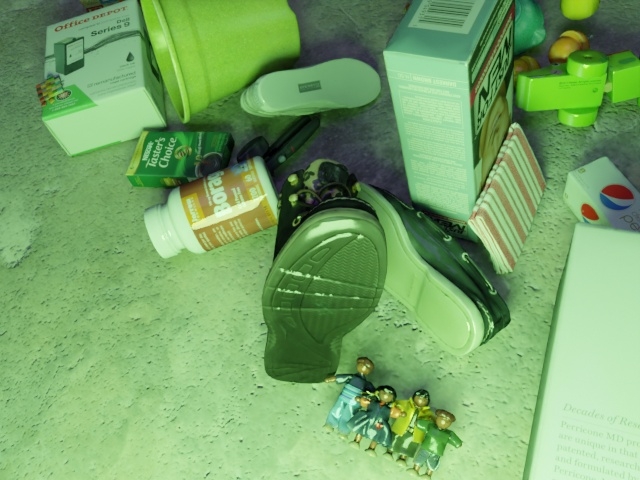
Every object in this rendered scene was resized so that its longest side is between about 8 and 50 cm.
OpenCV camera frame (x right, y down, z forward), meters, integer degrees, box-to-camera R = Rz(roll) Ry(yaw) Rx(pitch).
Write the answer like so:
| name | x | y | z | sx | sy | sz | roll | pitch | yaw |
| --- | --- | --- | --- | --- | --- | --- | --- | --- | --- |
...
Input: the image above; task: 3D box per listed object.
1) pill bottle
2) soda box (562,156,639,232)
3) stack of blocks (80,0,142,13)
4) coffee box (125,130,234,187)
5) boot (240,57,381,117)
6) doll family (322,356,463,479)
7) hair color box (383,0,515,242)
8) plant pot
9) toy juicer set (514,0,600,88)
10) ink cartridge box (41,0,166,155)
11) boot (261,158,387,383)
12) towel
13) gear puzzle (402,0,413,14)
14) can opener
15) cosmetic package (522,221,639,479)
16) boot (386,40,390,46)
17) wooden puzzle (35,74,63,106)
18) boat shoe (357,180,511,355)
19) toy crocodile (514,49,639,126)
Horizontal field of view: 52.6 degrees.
| name | x | y | z | sx | sy | sz | roll | pitch | yaw |
| --- | --- | --- | --- | --- | --- | --- | --- | --- | --- |
| pill bottle | -0.177 | -0.050 | 1.088 | 0.216 | 0.121 | 0.121 | -22 | 56 | 1 |
| soda box | 0.454 | -0.020 | 0.964 | 0.069 | 0.074 | 0.216 | -24 | 56 | -4 |
| stack of blocks | -0.415 | -0.622 | 1.476 | 0.297 | 0.171 | 0.087 | -11 | 56 | 5 |
| coffee box | -0.264 | -0.153 | 1.222 | 0.184 | 0.040 | 0.113 | 4 | 59 | 14 |
| boot | -0.023 | -0.285 | 1.225 | 0.258 | 0.095 | 0.123 | -9 | 8 | -25 |
| doll family | 0.093 | 0.232 | 0.866 | 0.193 | 0.076 | 0.111 | 24 | 85 | 2 |
| hair color box | 0.201 | -0.183 | 0.939 | 0.114 | 0.374 | 0.185 | 17 | 63 | 24 |
| plant pot | -0.185 | -0.394 | 1.249 | 0.254 | 0.276 | 0.276 | -19 | 55 | -14 |
| toy juicer set | 0.347 | -0.375 | 1.221 | 0.329 | 0.089 | 0.209 | 1 | 78 | 23 |
| ink cartridge box | -0.444 | -0.339 | 1.330 | 0.211 | 0.121 | 0.289 | -17 | 56 | 2 |
| boot | 0.000 | 0.000 | 0.889 | 0.138 | 0.377 | 0.284 | 6 | 52 | -4 |
| towel | 0.287 | -0.064 | 0.991 | 0.029 | 0.144 | 0.197 | 6 | 57 | 41 |
| gear puzzle | 0.212 | -0.391 | 1.208 | 0.175 | 0.044 | 0.339 | 19 | 83 | 30 |
| can opener | -0.068 | -0.171 | 1.184 | 0.186 | 0.073 | 0.059 | -39 | 50 | -24 |
| cosmetic package | 0.325 | 0.233 | 0.738 | 0.162 | 0.230 | 0.453 | 11 | 60 | 19 |
| boot | 0.173 | -0.395 | 1.284 | 0.087 | 0.042 | 0.118 | -11 | 56 | 8 |
| wooden puzzle | -0.519 | -0.291 | 1.240 | 0.049 | 0.006 | 0.083 | -28 | 56 | -1 |
| boat shoe | 0.159 | 0.023 | 0.982 | 0.113 | 0.127 | 0.340 | -12 | 41 | -30 |
| toy crocodile | 0.499 | -0.276 | 1.097 | 0.341 | 0.115 | 0.105 | -9 | 38 | 4 |
